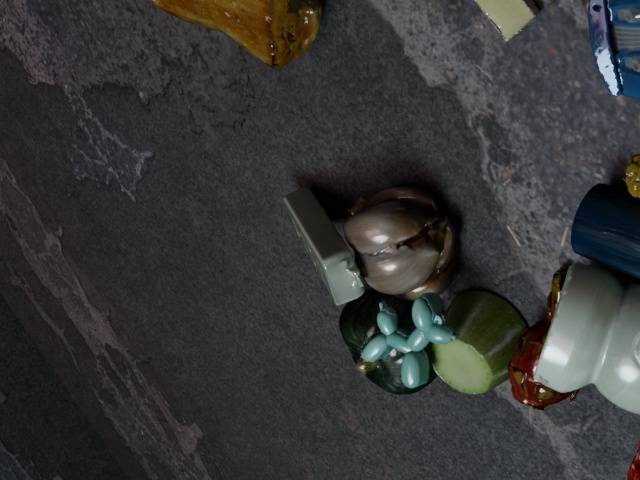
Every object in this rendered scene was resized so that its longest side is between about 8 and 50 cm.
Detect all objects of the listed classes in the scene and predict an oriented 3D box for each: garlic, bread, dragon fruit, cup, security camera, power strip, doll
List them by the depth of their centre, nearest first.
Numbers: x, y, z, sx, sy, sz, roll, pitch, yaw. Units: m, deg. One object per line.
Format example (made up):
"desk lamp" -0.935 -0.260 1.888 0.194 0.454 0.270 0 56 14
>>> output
"cup" 0.429 0.005 1.273 0.138 0.113 0.150 23 130 37
"bread" 0.240 -0.355 1.287 0.154 0.028 0.068 53 142 2
"security camera" 0.435 0.149 1.287 0.236 0.194 0.195 19 131 17
"dragon fruit" 0.365 0.155 1.455 0.125 0.125 0.246 8 105 12
"doll" 0.153 0.158 1.530 0.159 0.059 0.159 23 107 35
"bread" -0.148 -0.432 1.552 0.344 0.149 0.195 32 147 26
"garlic" 0.132 0.020 1.563 0.191 0.160 0.214 2 114 52
"power strip" 0.000 0.000 1.648 0.338 0.058 0.098 -121 9 -60

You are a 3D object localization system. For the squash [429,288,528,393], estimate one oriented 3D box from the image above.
"squash" 0.266 0.182 1.575 0.170 0.123 0.170 23 132 28

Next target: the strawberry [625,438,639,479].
"strawberry" 0.575 0.412 1.323 0.291 0.310 0.292 15 148 9

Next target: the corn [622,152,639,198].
"corn" 0.521 -0.069 1.123 0.312 0.102 0.102 2 118 44

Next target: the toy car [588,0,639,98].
"toy car" 0.452 -0.247 1.034 0.314 0.166 0.198 8 125 43

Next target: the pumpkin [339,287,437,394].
"pumpkin" 0.125 0.187 1.693 0.211 0.152 0.212 32 137 35
